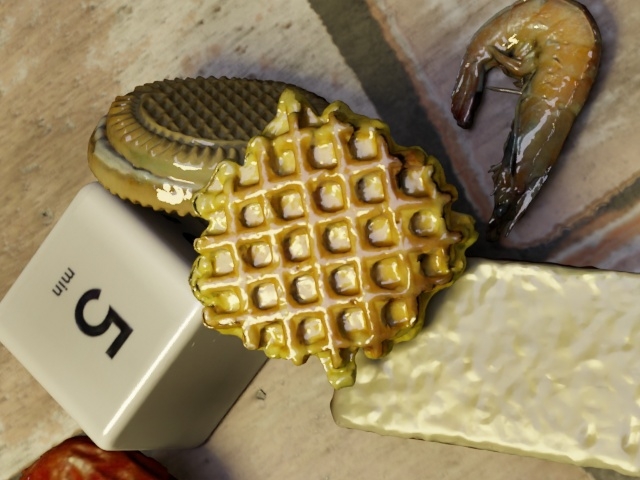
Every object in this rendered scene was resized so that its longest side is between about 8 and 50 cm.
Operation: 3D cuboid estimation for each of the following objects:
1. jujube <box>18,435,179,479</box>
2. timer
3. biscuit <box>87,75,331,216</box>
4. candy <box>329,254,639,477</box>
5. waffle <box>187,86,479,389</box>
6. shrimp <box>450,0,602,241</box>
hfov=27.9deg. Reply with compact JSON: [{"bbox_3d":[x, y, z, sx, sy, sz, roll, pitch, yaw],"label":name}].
[{"bbox_3d":[-0.186,0.327,1.282,0.197,0.197,0.290,-40,83,14],"label":"jujube"},{"bbox_3d":[-0.177,0.081,1.308,0.195,0.192,0.194,42,100,24],"label":"timer"},{"bbox_3d":[-0.101,-0.099,1.286,0.259,0.259,0.079,19,119,26],"label":"biscuit"},{"bbox_3d":[0.183,0.108,1.173,0.320,0.135,0.179,5,84,27],"label":"candy"},{"bbox_3d":[0.000,0.000,1.142,0.243,0.059,0.238,32,99,10],"label":"waffle"},{"bbox_3d":[0.187,-0.123,1.256,0.143,0.052,0.251,16,81,36],"label":"shrimp"}]
